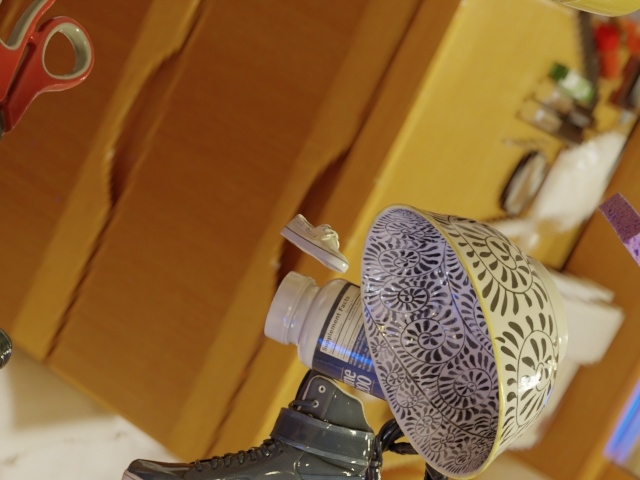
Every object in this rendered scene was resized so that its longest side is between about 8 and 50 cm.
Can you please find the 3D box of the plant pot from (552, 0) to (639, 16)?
[{"bbox_3d":[0.258,-0.394,1.752,0.239,0.254,0.254,8,115,-26],"label":"plant pot"}]

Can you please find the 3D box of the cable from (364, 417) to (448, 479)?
[{"bbox_3d":[0.086,0.300,1.882,0.047,0.150,0.184,6,134,-38],"label":"cable"}]

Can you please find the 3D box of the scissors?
[{"bbox_3d":[-0.252,-0.092,1.174,0.109,0.021,0.297,54,43,-32],"label":"scissors"}]

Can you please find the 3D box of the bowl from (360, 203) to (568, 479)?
[{"bbox_3d":[0.096,0.052,0.955,0.080,0.170,0.170,-14,135,-23],"label":"bowl"}]

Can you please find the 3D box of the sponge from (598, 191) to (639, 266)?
[{"bbox_3d":[0.320,0.023,1.506,0.031,0.117,0.210,-35,-173,10],"label":"sponge"}]

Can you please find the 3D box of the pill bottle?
[{"bbox_3d":[0.026,0.066,1.077,0.067,0.120,0.067,22,90,-79],"label":"pill bottle"}]

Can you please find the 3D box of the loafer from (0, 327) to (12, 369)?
[{"bbox_3d":[-0.379,0.078,1.510,0.062,0.170,0.061,-65,176,22],"label":"loafer"}]

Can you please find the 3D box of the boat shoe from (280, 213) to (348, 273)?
[{"bbox_3d":[0.000,0.000,1.549,0.035,0.100,0.035,40,85,-38],"label":"boat shoe"}]

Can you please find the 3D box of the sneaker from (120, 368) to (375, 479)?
[{"bbox_3d":[-0.060,0.188,1.466,0.086,0.226,0.163,179,-75,-82],"label":"sneaker"}]
